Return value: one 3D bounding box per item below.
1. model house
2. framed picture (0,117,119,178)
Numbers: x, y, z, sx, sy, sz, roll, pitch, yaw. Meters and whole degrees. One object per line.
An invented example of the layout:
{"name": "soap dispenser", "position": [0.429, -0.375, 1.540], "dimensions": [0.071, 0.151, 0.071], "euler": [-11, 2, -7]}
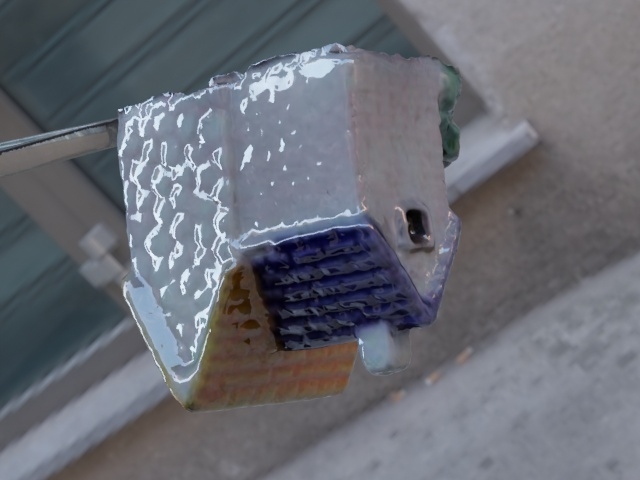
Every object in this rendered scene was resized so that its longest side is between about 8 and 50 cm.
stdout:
{"name": "model house", "position": [0.000, 0.000, 0.492], "dimensions": [0.100, 0.100, 0.087], "euler": [-14, -12, 36]}
{"name": "framed picture", "position": [-0.260, -0.037, 1.009], "dimensions": [0.189, 0.023, 0.260], "euler": [-9, 9, 28]}
